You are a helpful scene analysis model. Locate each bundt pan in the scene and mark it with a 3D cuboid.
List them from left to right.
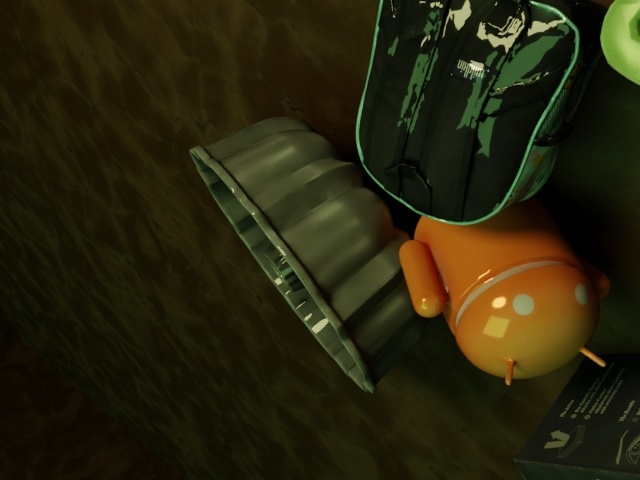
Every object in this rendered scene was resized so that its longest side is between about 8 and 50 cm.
[{"bbox_3d":[0.000,0.000,0.786,0.330,0.124,0.331,51,171,11],"label":"bundt pan"}]

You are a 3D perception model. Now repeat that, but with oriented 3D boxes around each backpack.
[{"bbox_3d":[0.120,-0.113,0.560,0.166,0.144,0.188,31,119,25],"label":"backpack"}]

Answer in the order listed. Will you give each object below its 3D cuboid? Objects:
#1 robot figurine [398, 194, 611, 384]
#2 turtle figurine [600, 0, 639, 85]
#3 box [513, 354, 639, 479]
[{"bbox_3d":[0.164,0.029,0.634,0.128,0.219,0.158,-40,134,22],"label":"robot figurine"},{"bbox_3d":[0.264,-0.080,0.328,0.198,0.266,0.274,-33,64,34],"label":"turtle figurine"},{"bbox_3d":[0.294,0.187,0.652,0.158,0.156,0.093,-15,112,55],"label":"box"}]
